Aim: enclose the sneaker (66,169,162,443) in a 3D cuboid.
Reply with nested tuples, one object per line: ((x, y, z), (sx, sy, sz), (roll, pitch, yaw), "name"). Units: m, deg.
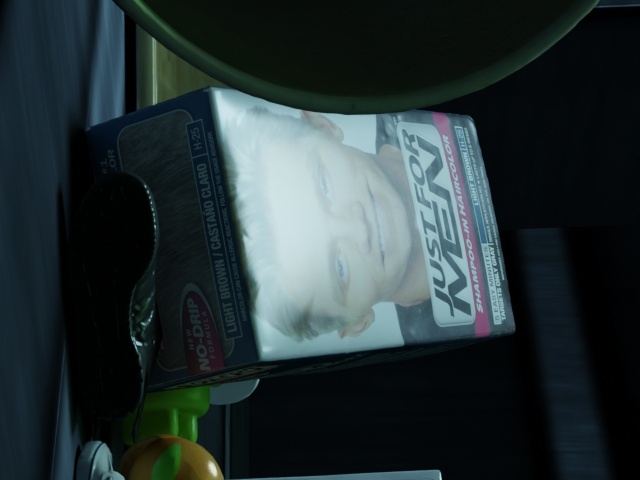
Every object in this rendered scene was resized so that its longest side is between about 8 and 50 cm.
((-0.119, 0.042, 1.079), (0.089, 0.051, 0.170), (-97, -171, -84), "sneaker")

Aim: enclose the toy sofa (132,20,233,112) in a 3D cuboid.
((-0.077, -0.123, 1.498), (0.177, 0.150, 0.363), (105, -16, -73), "toy sofa")

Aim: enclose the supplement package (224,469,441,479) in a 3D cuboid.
((-0.013, 0.282, 1.628), (0.139, 0.244, 0.134), (87, 0, -74), "supplement package")

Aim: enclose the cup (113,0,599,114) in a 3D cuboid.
((-0.021, -0.242, 0.867), (0.237, 0.331, 0.331), (27, -57, 59), "cup")

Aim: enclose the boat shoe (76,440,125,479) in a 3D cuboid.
((-0.119, 0.147, 1.031), (0.100, 0.035, 0.035), (-92, 180, -61), "boat shoe")

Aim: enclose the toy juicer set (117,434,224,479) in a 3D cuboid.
((-0.102, 0.249, 1.144), (0.329, 0.089, 0.209), (101, -31, -52), "toy juicer set")

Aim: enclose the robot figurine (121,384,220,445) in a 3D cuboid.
((-0.107, 0.079, 1.223), (0.101, 0.067, 0.115), (29, 55, -57), "robot figurine")

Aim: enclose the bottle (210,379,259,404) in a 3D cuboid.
((-0.087, 0.033, 1.641), (0.283, 0.118, 0.092), (-95, -177, -56), "bottle")

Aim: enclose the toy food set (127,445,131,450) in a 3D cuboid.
((-0.118, 0.179, 1.369), (0.192, 0.038, 0.132), (-94, -179, -67), "toy food set")

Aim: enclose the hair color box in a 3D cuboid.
((0.000, 0.000, 1.261), (0.347, 0.105, 0.174), (-2, 78, -58), "hair color box")
